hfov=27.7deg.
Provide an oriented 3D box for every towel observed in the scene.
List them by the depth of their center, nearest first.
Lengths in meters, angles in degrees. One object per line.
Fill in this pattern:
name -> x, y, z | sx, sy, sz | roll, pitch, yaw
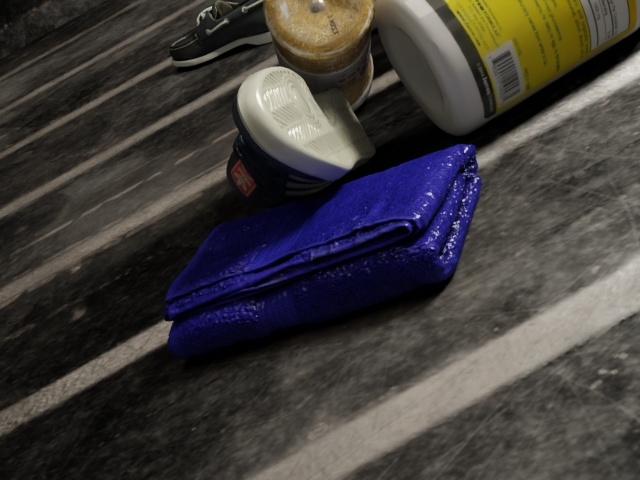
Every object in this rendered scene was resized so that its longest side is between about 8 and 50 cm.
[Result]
towel -> 0.000, 0.000, 1.294 | 0.308, 0.076, 0.227 | -18, 25, 25

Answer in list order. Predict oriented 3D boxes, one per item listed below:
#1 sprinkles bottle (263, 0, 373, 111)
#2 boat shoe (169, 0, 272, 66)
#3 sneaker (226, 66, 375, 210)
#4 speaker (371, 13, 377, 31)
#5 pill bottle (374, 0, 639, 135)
sprinkles bottle -> 0.003, -0.234, 1.549 | 0.121, 0.121, 0.355 | -29, -6, -1
boat shoe -> -0.161, -0.389, 2.317 | 0.303, 0.091, 0.114 | -14, 26, 32
sneaker -> -0.048, -0.093, 1.407 | 0.148, 0.131, 0.350 | -30, -8, 14
speaker -> 0.021, -0.315, 1.988 | 0.136, 0.055, 0.055 | -32, 22, -10
pill bottle -> 0.243, -0.276, 1.455 | 0.334, 0.188, 0.188 | -32, 22, -8
